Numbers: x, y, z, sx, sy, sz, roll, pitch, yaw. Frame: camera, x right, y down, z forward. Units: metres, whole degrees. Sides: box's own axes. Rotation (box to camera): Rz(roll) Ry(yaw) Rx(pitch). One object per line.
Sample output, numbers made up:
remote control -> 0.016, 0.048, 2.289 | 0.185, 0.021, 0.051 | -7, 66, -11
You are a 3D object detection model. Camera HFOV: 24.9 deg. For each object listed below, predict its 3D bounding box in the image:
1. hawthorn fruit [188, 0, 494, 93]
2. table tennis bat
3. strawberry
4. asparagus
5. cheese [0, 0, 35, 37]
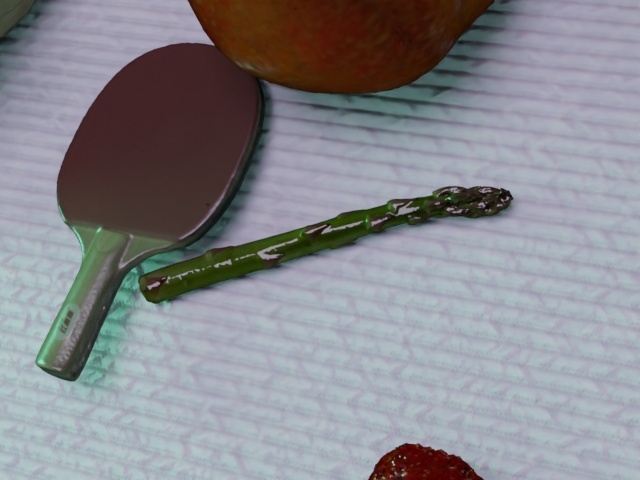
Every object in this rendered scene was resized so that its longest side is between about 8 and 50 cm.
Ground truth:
hawthorn fruit -> -0.005, -0.179, 0.888 | 0.226, 0.197, 0.196 | -12, 66, 44
table tennis bat -> -0.122, -0.024, 0.945 | 0.138, 0.022, 0.246 | 13, 69, 29
strawberry -> 0.060, 0.152, 0.801 | 0.083, 0.083, 0.096 | -46, 34, 1
asparagus -> 0.000, 0.000, 0.902 | 0.249, 0.024, 0.025 | -15, 110, 16
cheese -> -0.235, -0.253, 1.041 | 0.159, 0.093, 0.263 | 37, 89, 30
